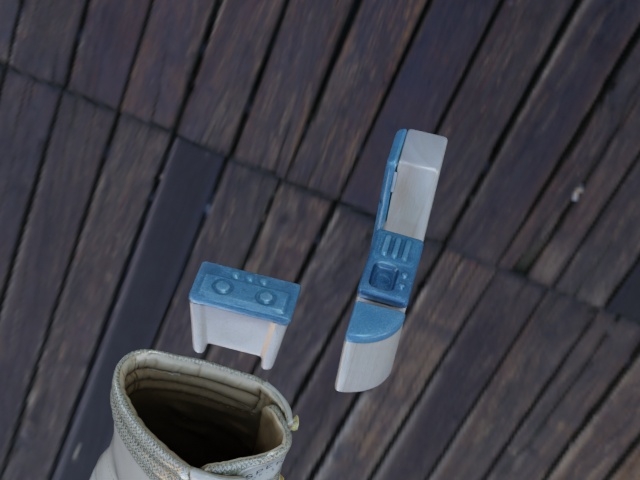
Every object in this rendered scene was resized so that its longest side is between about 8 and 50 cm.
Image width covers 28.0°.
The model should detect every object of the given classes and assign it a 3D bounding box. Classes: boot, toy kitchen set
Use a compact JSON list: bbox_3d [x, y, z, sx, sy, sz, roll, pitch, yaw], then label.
[{"bbox_3d":[-0.037,0.192,0.836,0.262,0.095,0.203,34,140,11],"label":"boot"},{"bbox_3d":[0.000,0.000,1.055,0.166,0.207,0.122,14,130,4],"label":"toy kitchen set"}]
